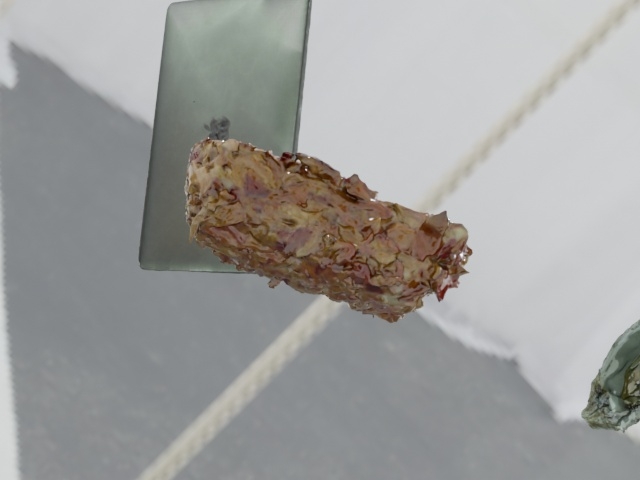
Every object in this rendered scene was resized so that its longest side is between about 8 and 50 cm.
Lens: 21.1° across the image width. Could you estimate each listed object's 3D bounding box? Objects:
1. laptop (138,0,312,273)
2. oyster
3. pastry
[{"bbox_3d":[-0.092,-0.101,1.619,0.015,0.188,0.269,13,80,-50],"label":"laptop"},{"bbox_3d":[0.213,0.088,1.066,0.037,0.098,0.100,31,1,-22],"label":"oyster"},{"bbox_3d":[0.000,0.001,0.949,0.169,0.063,0.087,22,-23,-4],"label":"pastry"}]
